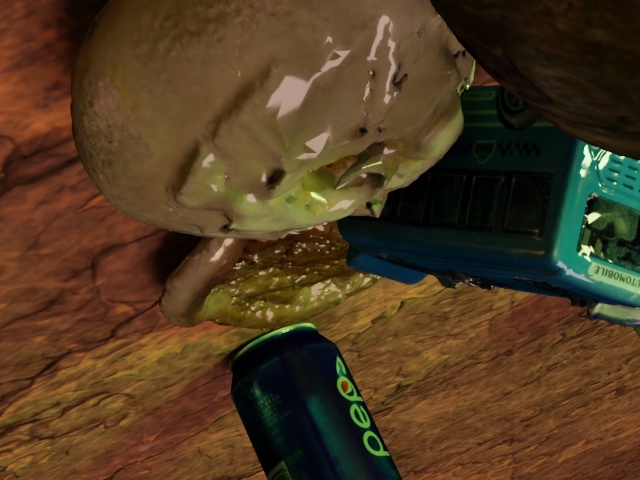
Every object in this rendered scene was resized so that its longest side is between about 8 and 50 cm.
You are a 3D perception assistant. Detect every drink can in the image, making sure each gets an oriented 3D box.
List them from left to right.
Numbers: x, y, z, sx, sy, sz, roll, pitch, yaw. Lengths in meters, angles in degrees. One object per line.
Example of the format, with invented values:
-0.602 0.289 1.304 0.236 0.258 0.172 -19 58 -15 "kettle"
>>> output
-0.005 0.186 1.222 0.118 0.205 0.118 -22 159 -9 "drink can"

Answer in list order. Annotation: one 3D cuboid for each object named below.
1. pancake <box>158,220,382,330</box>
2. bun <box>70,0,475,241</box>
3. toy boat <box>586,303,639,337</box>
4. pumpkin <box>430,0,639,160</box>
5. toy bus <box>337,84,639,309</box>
-0.001 -0.001 1.017 0.282 0.049 0.282 -21 161 -8 "pancake"
-0.014 -0.078 0.697 0.239 0.141 0.239 -22 158 -10 "bun"
0.406 0.038 1.405 0.262 0.114 0.115 -26 146 -4 "toy boat"
0.186 -0.170 0.549 0.225 0.256 0.303 13 123 -51 "pumpkin"
0.112 -0.034 0.802 0.113 0.134 0.246 17 175 -32 "toy bus"
